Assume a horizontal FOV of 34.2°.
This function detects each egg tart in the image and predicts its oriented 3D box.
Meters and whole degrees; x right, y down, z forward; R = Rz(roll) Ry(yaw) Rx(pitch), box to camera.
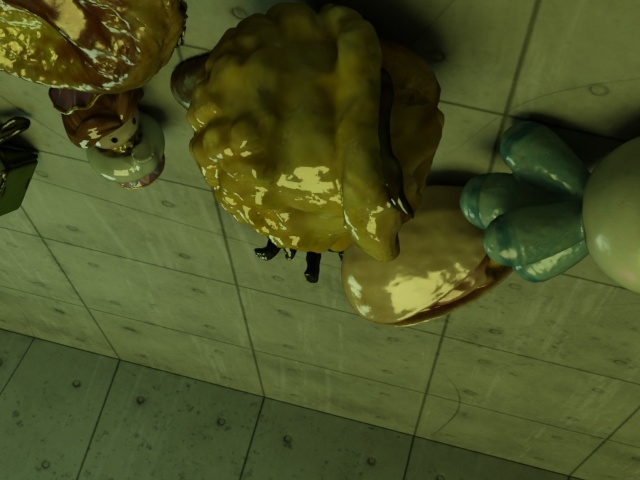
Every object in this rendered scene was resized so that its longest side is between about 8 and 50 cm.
[{"bbox_3d":[-0.369,-0.355,1.304,0.443,0.178,0.443,12,155,6],"label":"egg tart"}]

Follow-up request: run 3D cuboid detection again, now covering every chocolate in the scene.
[{"bbox_3d":[-0.116,-0.188,1.639,0.157,0.080,0.254,-8,147,44],"label":"chocolate"}]

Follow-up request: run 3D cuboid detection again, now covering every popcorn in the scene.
[{"bbox_3d":[0.011,-0.132,1.342,0.349,0.349,0.382,35,-179,-37],"label":"popcorn"}]

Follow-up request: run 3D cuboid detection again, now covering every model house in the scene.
[{"bbox_3d":[-0.631,-0.161,2.020,0.279,0.218,0.205,-28,96,17],"label":"model house"}]

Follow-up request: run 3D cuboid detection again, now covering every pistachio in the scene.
[{"bbox_3d":[0.175,0.027,1.750,0.309,0.230,0.230,-18,143,26],"label":"pistachio"}]

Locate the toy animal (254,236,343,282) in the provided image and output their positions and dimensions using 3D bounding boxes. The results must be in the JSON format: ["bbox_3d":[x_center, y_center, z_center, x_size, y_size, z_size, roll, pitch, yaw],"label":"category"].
[{"bbox_3d":[0.000,0.004,1.919,0.245,0.146,0.114,6,137,16],"label":"toy animal"}]

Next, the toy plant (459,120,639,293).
[{"bbox_3d":[0.352,-0.046,1.482,0.332,0.247,0.247,4,155,32],"label":"toy plant"}]

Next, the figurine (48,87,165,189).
[{"bbox_3d":[-0.347,-0.192,1.716,0.189,0.142,0.263,32,164,25],"label":"figurine"}]
